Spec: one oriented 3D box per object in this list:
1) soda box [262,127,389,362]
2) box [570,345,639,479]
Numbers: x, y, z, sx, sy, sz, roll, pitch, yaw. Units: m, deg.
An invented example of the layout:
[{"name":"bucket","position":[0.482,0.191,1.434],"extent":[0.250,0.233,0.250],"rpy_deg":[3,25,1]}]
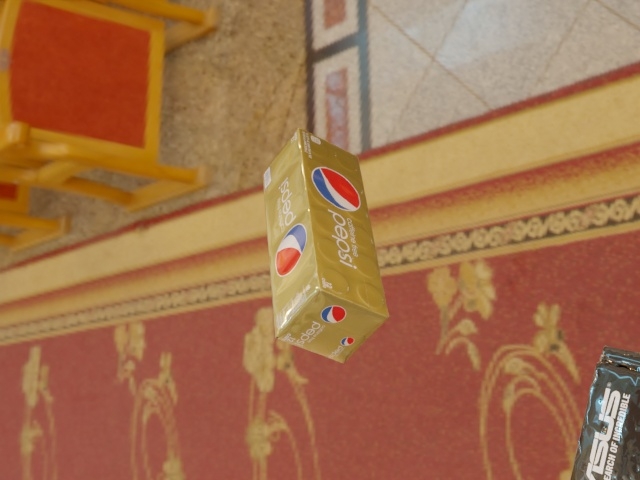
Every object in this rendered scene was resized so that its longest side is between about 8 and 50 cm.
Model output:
[{"name":"soda box","position":[0.000,0.000,0.759],"extent":[0.058,0.061,0.181],"rpy_deg":[-48,32,32]},{"name":"box","position":[0.142,0.136,0.304],"extent":[0.147,0.077,0.180],"rpy_deg":[10,87,63]}]
